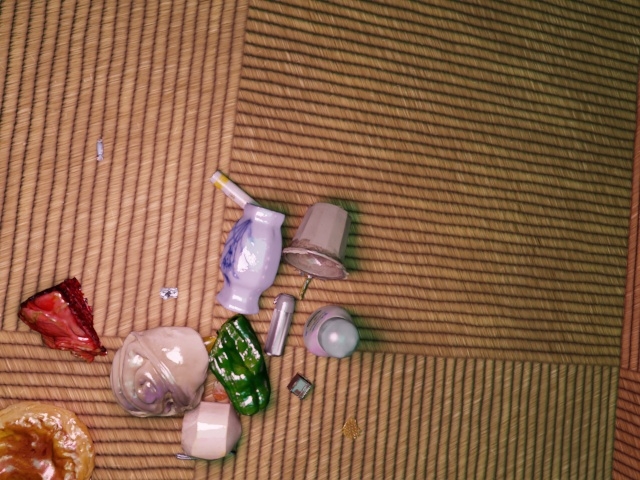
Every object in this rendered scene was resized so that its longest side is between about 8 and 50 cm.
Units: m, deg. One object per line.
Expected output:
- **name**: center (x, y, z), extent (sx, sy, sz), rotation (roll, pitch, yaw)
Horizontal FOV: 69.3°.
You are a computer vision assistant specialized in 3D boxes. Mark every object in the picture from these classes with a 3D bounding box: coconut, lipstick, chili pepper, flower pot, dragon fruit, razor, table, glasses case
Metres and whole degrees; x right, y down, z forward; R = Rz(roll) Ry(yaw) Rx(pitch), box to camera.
- **coconut**: center (-0.407, 0.716, 1.747), extent (0.241, 0.241, 0.241), rotation (0, 88, -13)
- **lipstick**: center (-0.329, -0.177, 1.880), extent (0.264, 0.059, 0.059), rotation (40, 80, -9)
- **chili pepper**: center (-0.297, 0.482, 1.785), extent (0.213, 0.167, 0.385), rotation (-19, 90, -53)
- **flower pot**: center (0.000, 0.000, 1.862), extent (0.290, 0.290, 0.259), rotation (21, 68, -12)
- **dragon fruit**: center (-0.924, 0.326, 1.632), extent (0.228, 0.286, 0.329), rotation (-24, 102, -17)
- **razor**: center (-0.585, 0.208, 1.768), extent (0.068, 0.135, 0.040), rotation (1, 91, -13)
- **table**: center (-0.085, 0.601, 1.900), extent (0.070, 0.082, 0.083), rotation (40, 81, -8)
- **glasses case**: center (-0.512, 0.433, 1.812), extent (0.234, 0.064, 0.079), rotation (-12, 113, -11)

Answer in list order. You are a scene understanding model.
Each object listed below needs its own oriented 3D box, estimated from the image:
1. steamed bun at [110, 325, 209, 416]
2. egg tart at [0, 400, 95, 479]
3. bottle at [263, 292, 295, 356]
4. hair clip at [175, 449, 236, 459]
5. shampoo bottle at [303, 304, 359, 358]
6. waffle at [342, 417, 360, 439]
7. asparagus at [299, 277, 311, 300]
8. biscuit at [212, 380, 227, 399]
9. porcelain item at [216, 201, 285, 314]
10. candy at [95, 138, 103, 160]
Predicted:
- **steamed bun**: center (-0.570, 0.494, 1.652), extent (0.352, 0.247, 0.339), rotation (-4, 117, -4)
- **egg tart**: center (-1.021, 0.776, 1.628), extent (0.443, 0.178, 0.443), rotation (1, 87, -15)
- **bottle**: center (-0.171, 0.342, 1.895), extent (0.096, 0.079, 0.253), rotation (13, 86, 26)
- **hair clip**: center (-0.452, 0.840, 1.830), extent (0.229, 0.039, 0.070), rotation (-9, 92, -12)
- **shampoo bottle**: center (0.045, 0.361, 1.801), extent (0.151, 0.349, 0.222), rotation (45, 80, -9)
- **waffle**: center (0.135, 0.808, 1.979), extent (0.078, 0.016, 0.085), rotation (-41, 97, -7)
- **asparagus**: center (-0.068, 0.203, 1.946), extent (0.021, 0.025, 0.108), rotation (27, 81, -32)
- **biscuit**: center (-0.397, 0.594, 1.862), extent (0.078, 0.015, 0.091), rotation (43, 79, -7)
- **porcelain item**: center (-0.271, 0.067, 1.790), extent (0.178, 0.242, 0.405), rotation (13, 94, -31)
- **candy**: center (-0.851, -0.349, 1.782), extent (0.030, 0.020, 0.083), rotation (-5, 88, -16)
